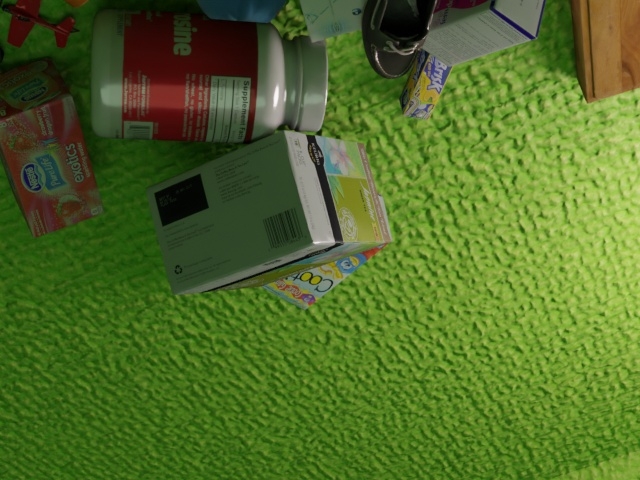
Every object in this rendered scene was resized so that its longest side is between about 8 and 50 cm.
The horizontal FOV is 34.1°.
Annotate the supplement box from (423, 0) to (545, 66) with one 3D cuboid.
[{"bbox_3d":[0.276,-0.401,1.845,0.114,0.111,0.220,26,159,-30],"label":"supplement box"}]

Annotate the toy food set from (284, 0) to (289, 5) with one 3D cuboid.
[{"bbox_3d":[-0.097,-0.440,1.882,0.083,0.020,0.082,-4,136,-6],"label":"toy food set"}]

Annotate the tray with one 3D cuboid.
[{"bbox_3d":[0.566,-0.415,1.901,0.203,0.076,0.411,-17,151,8],"label":"tray"}]

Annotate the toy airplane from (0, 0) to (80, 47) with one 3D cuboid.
[{"bbox_3d":[-0.504,-0.390,1.863,0.151,0.028,0.151,-5,135,-5],"label":"toy airplane"}]

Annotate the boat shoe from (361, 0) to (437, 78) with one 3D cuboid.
[{"bbox_3d":[0.135,-0.390,1.737,0.112,0.095,0.335,-3,136,-9],"label":"boat shoe"}]

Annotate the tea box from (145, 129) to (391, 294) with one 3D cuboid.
[{"bbox_3d":[-0.094,-0.048,2.007,0.329,0.220,0.323,-19,172,29],"label":"tea box"}]

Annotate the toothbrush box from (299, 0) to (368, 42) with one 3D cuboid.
[{"bbox_3d":[0.046,-0.508,1.760,0.216,0.126,0.295,-13,137,3],"label":"toothbrush box"}]

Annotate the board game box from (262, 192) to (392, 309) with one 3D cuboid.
[{"bbox_3d":[0.000,0.000,2.258,0.142,0.144,0.275,31,123,-33],"label":"board game box"}]

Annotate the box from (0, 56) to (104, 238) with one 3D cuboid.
[{"bbox_3d":[-0.528,-0.171,1.973,0.154,0.142,0.300,-22,138,-17],"label":"box"}]

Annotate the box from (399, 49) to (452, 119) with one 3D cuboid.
[{"bbox_3d":[0.210,-0.318,2.030,0.059,0.054,0.169,7,133,-16],"label":"box"}]

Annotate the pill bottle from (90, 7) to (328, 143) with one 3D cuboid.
[{"bbox_3d":[-0.200,-0.289,1.871,0.408,0.229,0.229,1,135,-11],"label":"pill bottle"}]

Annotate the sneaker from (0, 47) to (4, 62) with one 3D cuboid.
[{"bbox_3d":[-0.648,-0.308,1.899,0.178,0.072,0.077,-25,144,24],"label":"sneaker"}]

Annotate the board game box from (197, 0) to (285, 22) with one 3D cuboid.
[{"bbox_3d":[-0.140,-0.447,1.825,0.169,0.033,0.133,2,92,-8],"label":"board game box"}]

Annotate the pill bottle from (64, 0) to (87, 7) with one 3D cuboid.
[{"bbox_3d":[-0.471,-0.485,1.699,0.130,0.130,0.246,-35,131,24],"label":"pill bottle"}]
